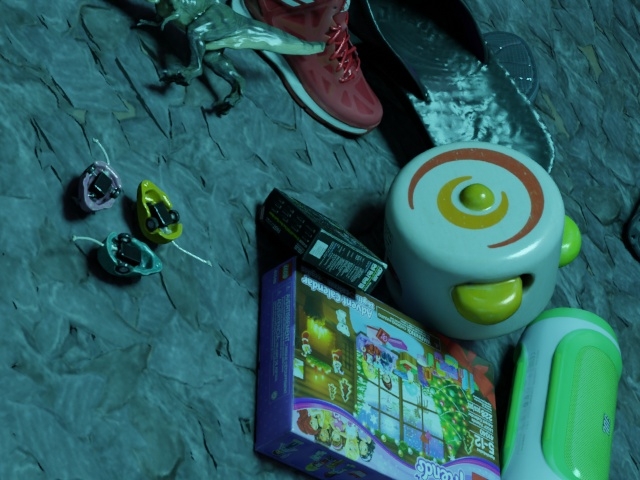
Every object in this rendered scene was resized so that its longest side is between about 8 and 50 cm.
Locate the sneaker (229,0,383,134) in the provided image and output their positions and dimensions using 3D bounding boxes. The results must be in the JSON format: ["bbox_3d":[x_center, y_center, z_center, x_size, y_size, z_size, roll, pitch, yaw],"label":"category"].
[{"bbox_3d":[0.015,-0.217,1.790,0.221,0.128,0.087,40,41,-21],"label":"sneaker"}]

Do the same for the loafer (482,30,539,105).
[{"bbox_3d":[0.212,-0.131,2.008,0.109,0.095,0.302,4,48,2],"label":"loafer"}]

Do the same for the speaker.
[{"bbox_3d":[0.258,0.213,1.768,0.131,0.131,0.296,41,40,-22],"label":"speaker"}]

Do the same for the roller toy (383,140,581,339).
[{"bbox_3d":[0.161,-0.004,1.732,0.191,0.146,0.209,28,55,22],"label":"roller toy"}]

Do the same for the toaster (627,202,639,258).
[{"bbox_3d":[0.512,-0.009,2.219,0.227,0.129,0.146,48,34,-10],"label":"toaster"}]

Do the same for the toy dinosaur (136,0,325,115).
[{"bbox_3d":[-0.112,-0.201,1.670,0.268,0.064,0.118,20,70,-28],"label":"toy dinosaur"}]

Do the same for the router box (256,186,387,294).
[{"bbox_3d":[0.000,0.000,1.642,0.092,0.038,0.122,28,8,-33],"label":"router box"}]

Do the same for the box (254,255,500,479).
[{"bbox_3d":[0.063,0.163,1.634,0.293,0.057,0.201,29,46,-34],"label":"box"}]

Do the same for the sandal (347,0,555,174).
[{"bbox_3d":[0.117,-0.241,1.854,0.167,0.107,0.446,-38,85,-13],"label":"sandal"}]

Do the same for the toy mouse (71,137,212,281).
[{"bbox_3d":[-0.190,-0.015,1.492,0.161,0.031,0.143,58,36,0],"label":"toy mouse"}]
